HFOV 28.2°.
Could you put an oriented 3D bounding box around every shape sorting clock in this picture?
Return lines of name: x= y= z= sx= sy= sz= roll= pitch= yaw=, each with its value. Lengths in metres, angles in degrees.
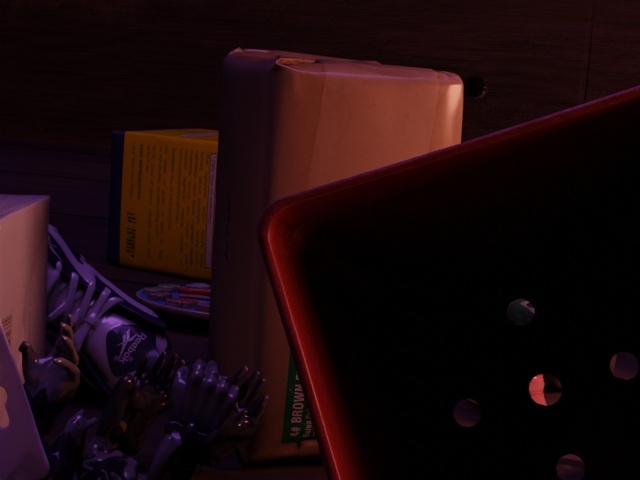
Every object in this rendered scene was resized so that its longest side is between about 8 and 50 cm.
shape sorting clock: x=-0.117 y=0.072 z=1.521 sx=0.206 sy=0.040 sz=0.206 roll=4 pitch=9 yaw=-1

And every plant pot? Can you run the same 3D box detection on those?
plant pot: x=0.141 y=0.087 z=0.761 sx=0.267 sy=0.267 sz=0.236 roll=-17 pitch=-11 yaw=5

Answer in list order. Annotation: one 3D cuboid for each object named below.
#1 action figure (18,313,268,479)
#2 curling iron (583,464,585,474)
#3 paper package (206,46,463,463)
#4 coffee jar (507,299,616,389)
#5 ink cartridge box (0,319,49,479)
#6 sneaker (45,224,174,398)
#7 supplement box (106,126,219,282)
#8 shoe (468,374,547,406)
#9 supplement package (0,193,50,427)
action figure: x=-0.140 y=0.127 z=0.858 sx=0.164 sy=0.140 sz=0.276 roll=18 pitch=11 yaw=14
curling iron: x=0.322 y=0.176 z=1.080 sx=0.274 sy=0.035 sz=0.068 roll=-5 pitch=17 yaw=-41
paper package: x=0.000 y=0.000 z=1.119 sx=0.168 sy=0.324 sz=0.309 roll=3 pitch=8 yaw=-11
coffee jar: x=0.222 y=0.103 z=1.354 sx=0.096 sy=0.079 sz=0.184 roll=1 pitch=8 yaw=-33
ink cartridge box: x=-0.268 y=0.116 z=0.731 sx=0.198 sy=0.115 sz=0.067 roll=-18 pitch=3 yaw=13
sneaker: x=-0.208 y=0.068 z=1.142 sx=0.153 sy=0.094 sz=0.235 roll=23 pitch=-26 yaw=35
supplement box: x=-0.099 y=-0.046 z=1.788 sx=0.357 sy=0.194 sz=0.195 roll=10 pitch=11 yaw=29
shoe: x=0.174 y=0.119 z=1.221 sx=0.064 sy=0.081 sz=0.178 roll=2 pitch=9 yaw=-12
supplement package: x=-0.334 y=0.060 z=1.009 sx=0.203 sy=0.194 sz=0.149 roll=4 pitch=8 yaw=2
